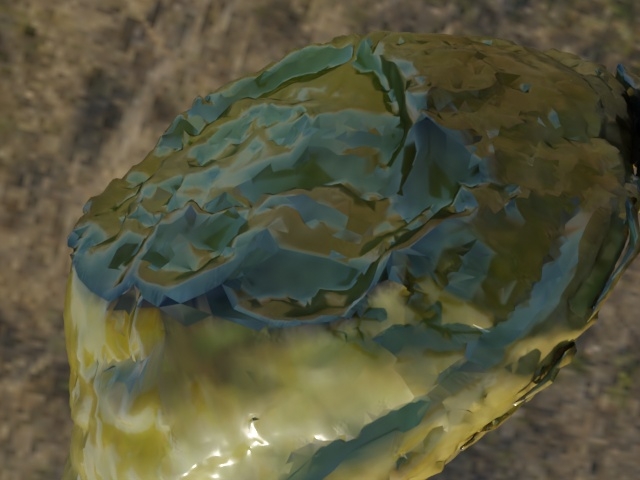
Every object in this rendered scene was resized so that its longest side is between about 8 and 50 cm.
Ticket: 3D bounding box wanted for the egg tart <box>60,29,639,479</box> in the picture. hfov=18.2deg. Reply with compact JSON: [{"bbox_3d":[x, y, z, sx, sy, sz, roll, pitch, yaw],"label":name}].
[{"bbox_3d":[0.000,0.000,0.655,0.252,0.098,0.232,-40,24,-14],"label":"egg tart"}]
